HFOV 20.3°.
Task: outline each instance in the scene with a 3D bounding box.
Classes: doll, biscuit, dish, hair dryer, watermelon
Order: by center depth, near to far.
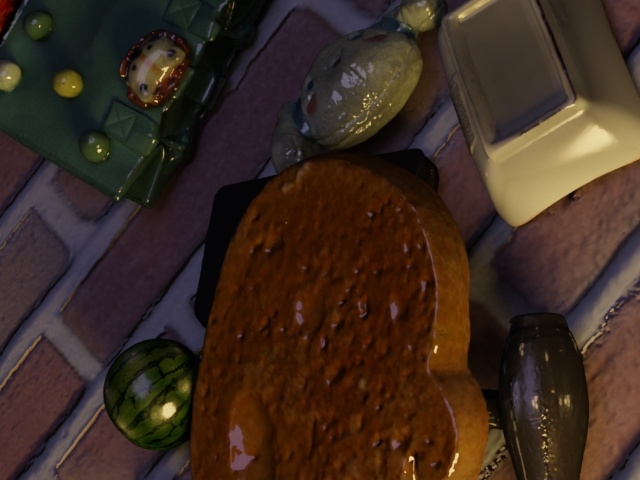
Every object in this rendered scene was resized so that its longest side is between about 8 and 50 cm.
[{"bbox_3d":[0.118,0.165,1.410,0.219,0.075,0.195,-14,72,44],"label":"hair dryer"},{"bbox_3d":[0.020,0.115,1.446,0.314,0.063,0.367,18,98,44],"label":"biscuit"},{"bbox_3d":[0.171,-0.137,1.478,0.151,0.077,0.212,-30,56,23],"label":"dish"},{"bbox_3d":[-0.141,0.132,1.581,0.109,0.109,0.109,-15,62,31],"label":"watermelon"},{"bbox_3d":[0.032,-0.138,1.586,0.214,0.071,0.103,-47,29,5],"label":"doll"}]

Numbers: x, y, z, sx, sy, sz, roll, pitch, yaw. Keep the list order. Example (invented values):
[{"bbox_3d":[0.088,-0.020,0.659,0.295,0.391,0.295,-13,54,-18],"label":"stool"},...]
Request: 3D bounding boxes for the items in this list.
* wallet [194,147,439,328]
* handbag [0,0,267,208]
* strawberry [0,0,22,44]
[{"bbox_3d":[0.000,0.000,1.571,0.250,0.044,0.149,-10,61,34],"label":"wallet"},{"bbox_3d":[-0.208,-0.196,1.773,0.274,0.100,0.269,30,89,42],"label":"handbag"},{"bbox_3d":[-0.418,-0.293,1.895,0.238,0.250,0.288,4,48,44],"label":"strawberry"}]
